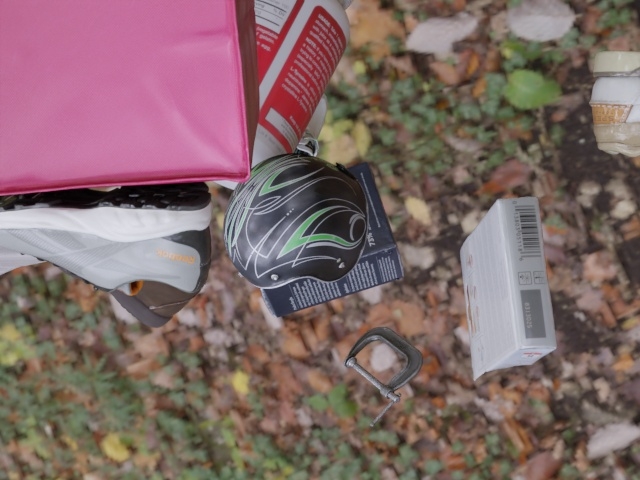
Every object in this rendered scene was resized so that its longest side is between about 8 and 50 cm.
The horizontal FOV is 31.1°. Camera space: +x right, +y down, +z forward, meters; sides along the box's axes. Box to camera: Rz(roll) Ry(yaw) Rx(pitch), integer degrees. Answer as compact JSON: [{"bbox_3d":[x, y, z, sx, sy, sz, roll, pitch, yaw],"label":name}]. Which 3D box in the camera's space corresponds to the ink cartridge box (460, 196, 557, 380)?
[{"bbox_3d":[0.178,0.053,1.115,0.179,0.045,0.145,101,165,-74],"label":"ink cartridge box"}]

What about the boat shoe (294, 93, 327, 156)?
[{"bbox_3d":[-0.036,-0.163,2.027,0.076,0.083,0.226,19,81,48],"label":"boat shoe"}]

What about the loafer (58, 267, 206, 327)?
[{"bbox_3d":[-0.283,-0.006,1.631,0.366,0.130,0.134,45,-162,-55],"label":"loafer"}]

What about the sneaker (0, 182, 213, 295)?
[{"bbox_3d":[-0.226,0.000,1.087,0.271,0.100,0.108,4,112,22],"label":"sneaker"}]

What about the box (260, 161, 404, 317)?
[{"bbox_3d":[0.000,0.000,1.679,0.108,0.207,0.153,70,-177,-61],"label":"box"}]

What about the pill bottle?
[{"bbox_3d":[-0.091,-0.302,1.892,0.229,0.408,0.229,24,163,8],"label":"pill bottle"}]

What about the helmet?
[{"bbox_3d":[-0.039,-0.024,1.431,0.169,0.161,0.169,-3,86,56],"label":"helmet"}]

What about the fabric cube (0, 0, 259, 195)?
[{"bbox_3d":[-0.189,-0.196,1.074,0.258,0.254,0.259,-95,3,-72],"label":"fabric cube"}]

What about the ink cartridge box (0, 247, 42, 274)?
[{"bbox_3d":[-0.558,0.013,1.675,0.261,0.296,0.066,-12,81,45],"label":"ink cartridge box"}]

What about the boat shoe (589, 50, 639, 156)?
[{"bbox_3d":[0.414,-0.123,1.184,0.113,0.302,0.103,-155,72,-77],"label":"boat shoe"}]

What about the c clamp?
[{"bbox_3d":[0.091,0.205,1.840,0.160,0.137,0.022,43,170,49],"label":"c clamp"}]
